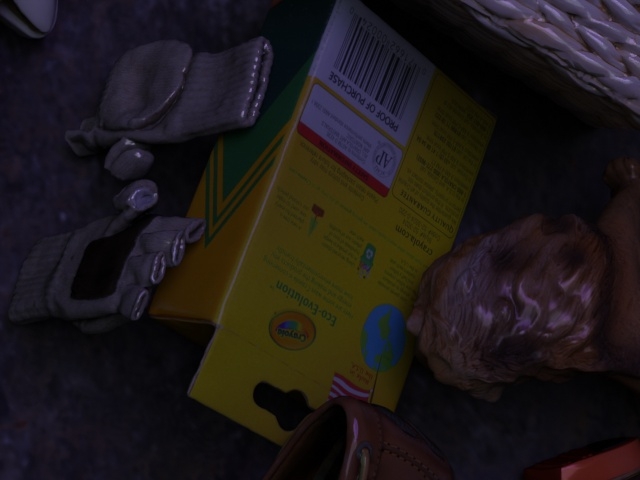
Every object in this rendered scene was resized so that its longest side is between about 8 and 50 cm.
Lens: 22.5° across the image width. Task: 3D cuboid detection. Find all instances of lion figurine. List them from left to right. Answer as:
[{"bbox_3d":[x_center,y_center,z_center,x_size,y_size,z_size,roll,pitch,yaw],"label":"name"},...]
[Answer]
[{"bbox_3d":[0.265,0.086,1.204,0.392,0.142,0.240,26,40,4],"label":"lion figurine"}]

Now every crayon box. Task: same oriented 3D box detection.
[{"bbox_3d":[0.000,0.000,1.200,0.202,0.081,0.319,35,68,-40],"label":"crayon box"}]

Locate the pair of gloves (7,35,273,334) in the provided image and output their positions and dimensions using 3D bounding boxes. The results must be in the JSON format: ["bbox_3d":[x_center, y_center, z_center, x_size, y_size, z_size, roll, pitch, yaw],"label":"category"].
[{"bbox_3d":[-0.142,-0.046,1.189,0.042,0.204,0.240,33,70,-37],"label":"pair of gloves"}]

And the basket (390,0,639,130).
[{"bbox_3d":[0.177,-0.266,1.200,0.331,0.328,0.266,31,94,-1],"label":"basket"}]

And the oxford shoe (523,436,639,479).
[{"bbox_3d":[0.135,0.236,1.213,0.271,0.097,0.098,-19,88,-11],"label":"oxford shoe"}]

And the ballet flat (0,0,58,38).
[{"bbox_3d":[-0.274,-0.169,1.245,0.123,0.123,0.348,37,73,1],"label":"ballet flat"}]

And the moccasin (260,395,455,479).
[{"bbox_3d":[-0.056,0.277,1.104,0.147,0.139,0.380,31,99,-43],"label":"moccasin"}]
